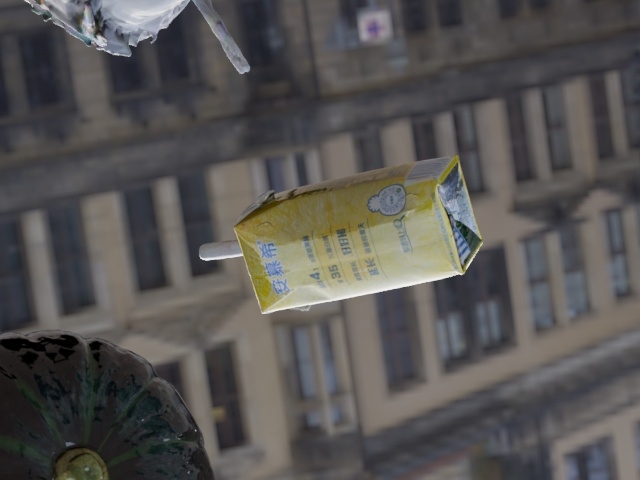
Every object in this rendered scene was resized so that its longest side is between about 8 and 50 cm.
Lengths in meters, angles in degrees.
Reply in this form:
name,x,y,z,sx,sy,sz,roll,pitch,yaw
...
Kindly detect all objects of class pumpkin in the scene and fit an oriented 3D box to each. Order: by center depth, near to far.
name,x,y,z,sx,sy,sz,roll,pitch,yaw
pumpkin,-0.198,0.191,1.329,0.248,0.248,0.248,-8,-172,1

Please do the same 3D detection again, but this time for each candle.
name,x,y,z,sx,sy,sz,roll,pitch,yaw
candle,-0.176,-0.257,1.634,0.330,0.187,0.187,35,-148,29

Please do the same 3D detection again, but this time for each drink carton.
name,x,y,z,sx,sy,sz,roll,pitch,yaw
drink carton,0.000,0.000,1.289,0.200,0.084,0.074,-13,-161,21
